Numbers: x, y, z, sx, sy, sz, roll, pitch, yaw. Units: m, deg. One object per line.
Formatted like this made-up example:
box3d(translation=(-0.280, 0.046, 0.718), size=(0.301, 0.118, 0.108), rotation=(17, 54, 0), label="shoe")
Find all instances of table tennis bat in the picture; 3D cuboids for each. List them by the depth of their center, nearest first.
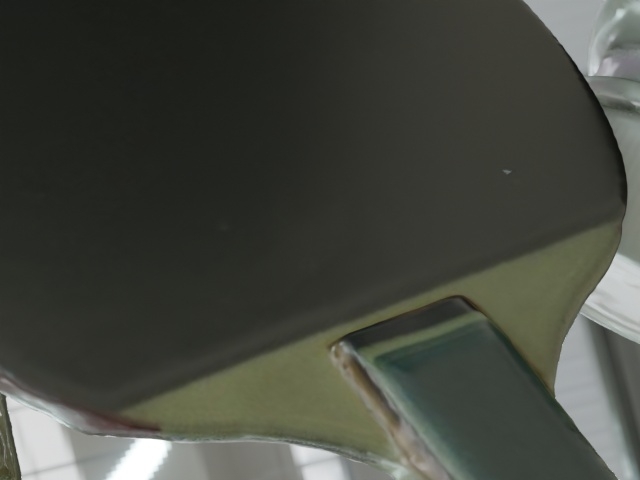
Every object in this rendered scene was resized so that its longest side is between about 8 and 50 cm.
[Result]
box3d(translation=(0.000, 0.000, 0.354), size=(0.274, 0.154, 0.021), rotation=(52, 147, 31), label="table tennis bat")

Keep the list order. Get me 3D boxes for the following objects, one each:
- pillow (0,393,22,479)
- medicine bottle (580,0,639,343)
box3d(translation=(-0.254, 0.085, 1.235), size=(0.033, 0.130, 0.217), rotation=(-43, -46, -77), label="pillow")
box3d(translation=(0.108, -0.065, 0.438), size=(0.183, 0.069, 0.119), rotation=(-59, -11, -11), label="medicine bottle")
